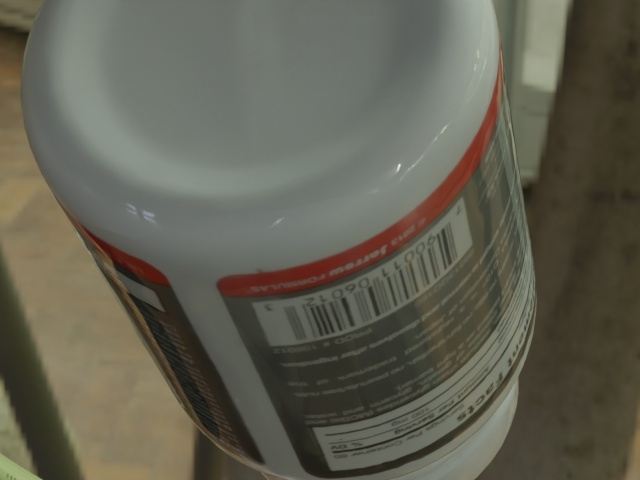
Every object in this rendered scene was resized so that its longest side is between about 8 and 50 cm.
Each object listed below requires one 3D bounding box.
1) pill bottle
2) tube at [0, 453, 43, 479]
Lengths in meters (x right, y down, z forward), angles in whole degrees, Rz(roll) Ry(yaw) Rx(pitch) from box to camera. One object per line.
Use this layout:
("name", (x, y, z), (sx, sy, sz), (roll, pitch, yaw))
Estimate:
("pill bottle", (0.000, 0.000, 0.884), (0.210, 0.363, 0.210), (-5, 60, 8))
("tube", (-0.215, 0.160, 1.074), (0.062, 0.240, 0.070), (-20, 56, 23))
